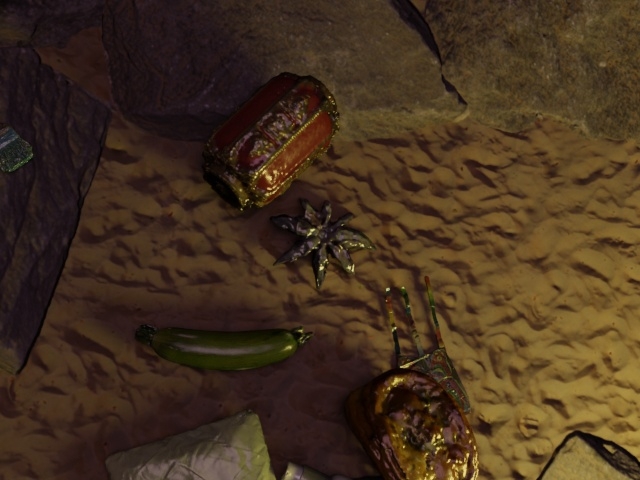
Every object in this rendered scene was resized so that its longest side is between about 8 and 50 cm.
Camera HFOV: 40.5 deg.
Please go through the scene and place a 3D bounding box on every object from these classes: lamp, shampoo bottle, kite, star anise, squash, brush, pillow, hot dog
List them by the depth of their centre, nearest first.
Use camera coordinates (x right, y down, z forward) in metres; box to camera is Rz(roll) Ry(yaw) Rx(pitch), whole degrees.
[{"bbox_3d":[-0.196,0.460,1.475,0.274,0.076,0.281,-16,82,-14],"label":"pillow"},{"bbox_3d":[0.020,0.446,1.532,0.192,0.074,0.074,25,73,-6],"label":"shampoo bottle"},{"bbox_3d":[0.166,0.356,1.537,0.196,0.122,0.272,-23,70,-27],"label":"hot dog"},{"bbox_3d":[-0.169,0.192,1.545,0.318,0.071,0.080,2,36,-11],"label":"squash"},{"bbox_3d":[-0.597,-0.209,1.554,0.070,0.021,0.196,-40,89,-20],"label":"brush"},{"bbox_3d":[-0.091,-0.184,1.591,0.177,0.177,0.274,45,74,-1],"label":"lamp"},{"bbox_3d":[0.000,0.000,1.632,0.204,0.061,0.181,34,72,-5],"label":"star anise"},{"bbox_3d":[0.194,0.214,1.658,0.152,0.015,0.286,-8,82,-18],"label":"kite"}]
